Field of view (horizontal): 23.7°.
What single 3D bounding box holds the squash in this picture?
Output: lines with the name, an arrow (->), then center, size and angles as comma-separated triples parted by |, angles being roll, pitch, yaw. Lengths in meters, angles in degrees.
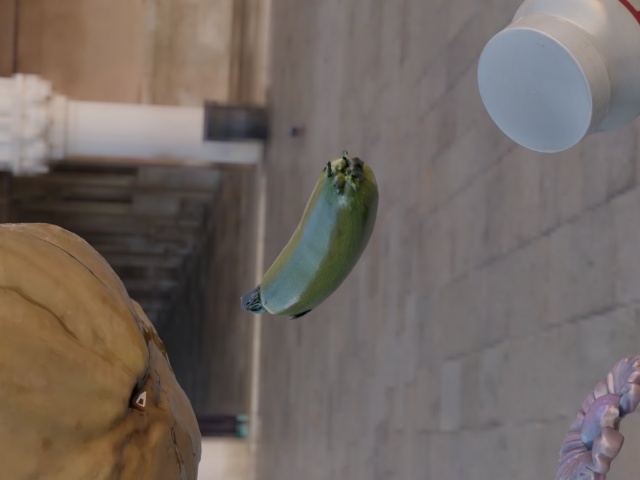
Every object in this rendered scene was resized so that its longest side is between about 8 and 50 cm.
squash -> 0.002, 0.002, 1.514 | 0.071, 0.080, 0.318 | -58, 1, -36

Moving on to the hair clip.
hair clip -> 0.288, 0.265, 1.629 | 0.173, 0.069, 0.300 | 134, 150, -82

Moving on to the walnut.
walnut -> -0.265, 0.157, 1.017 | 0.381, 0.381, 0.381 | -178, 90, -82

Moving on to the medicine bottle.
medicine bottle -> 0.242, -0.171, 1.245 | 0.250, 0.131, 0.131 | -36, -32, -39
